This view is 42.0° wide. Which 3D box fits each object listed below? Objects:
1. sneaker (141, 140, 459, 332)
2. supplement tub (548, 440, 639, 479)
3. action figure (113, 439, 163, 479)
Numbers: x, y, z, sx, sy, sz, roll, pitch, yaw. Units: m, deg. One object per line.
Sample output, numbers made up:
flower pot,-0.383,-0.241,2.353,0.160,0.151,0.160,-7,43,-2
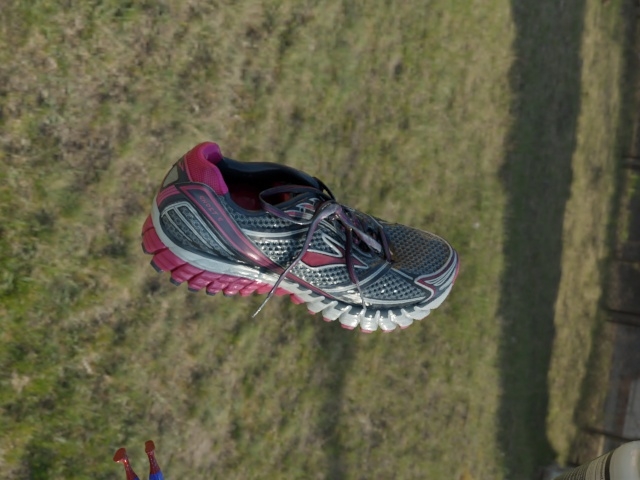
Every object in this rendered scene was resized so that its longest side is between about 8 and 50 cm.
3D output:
sneaker,0.000,0.000,0.742,0.112,0.299,0.121,-60,-148,35
supplement tub,0.476,0.432,1.310,0.191,0.272,0.191,24,44,-26
action figure,-0.305,0.524,1.517,0.139,0.091,0.280,-119,-165,-75
